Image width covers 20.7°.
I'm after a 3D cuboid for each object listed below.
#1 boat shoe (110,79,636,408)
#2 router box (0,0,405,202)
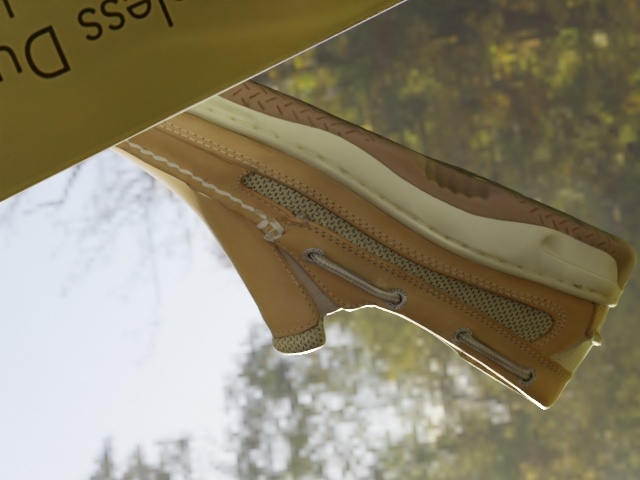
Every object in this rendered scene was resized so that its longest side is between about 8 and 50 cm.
[{"bbox_3d":[0.000,0.000,0.519,0.068,0.190,0.072,-134,67,-78],"label":"boat shoe"},{"bbox_3d":[-0.038,-0.192,0.350,0.335,0.082,0.301,-31,-71,-30],"label":"router box"}]
